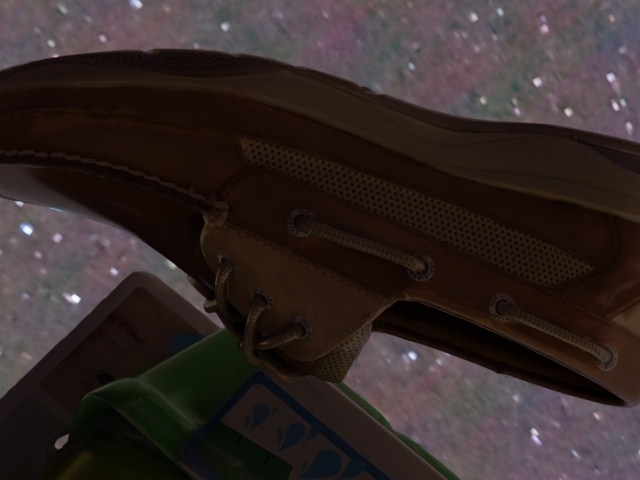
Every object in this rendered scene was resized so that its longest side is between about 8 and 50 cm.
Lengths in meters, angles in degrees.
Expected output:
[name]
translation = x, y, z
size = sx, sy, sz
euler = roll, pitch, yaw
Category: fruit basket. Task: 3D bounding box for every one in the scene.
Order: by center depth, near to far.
[fruit basket]
translation = -0.067, 0.208, 0.653
size = 0.327, 0.165, 0.353
euler = 40, -133, 8

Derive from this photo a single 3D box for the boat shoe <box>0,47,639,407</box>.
[boat shoe]
translation = 0.000, 0.000, 0.624
size = 0.324, 0.123, 0.116
euler = 10, -101, 1
